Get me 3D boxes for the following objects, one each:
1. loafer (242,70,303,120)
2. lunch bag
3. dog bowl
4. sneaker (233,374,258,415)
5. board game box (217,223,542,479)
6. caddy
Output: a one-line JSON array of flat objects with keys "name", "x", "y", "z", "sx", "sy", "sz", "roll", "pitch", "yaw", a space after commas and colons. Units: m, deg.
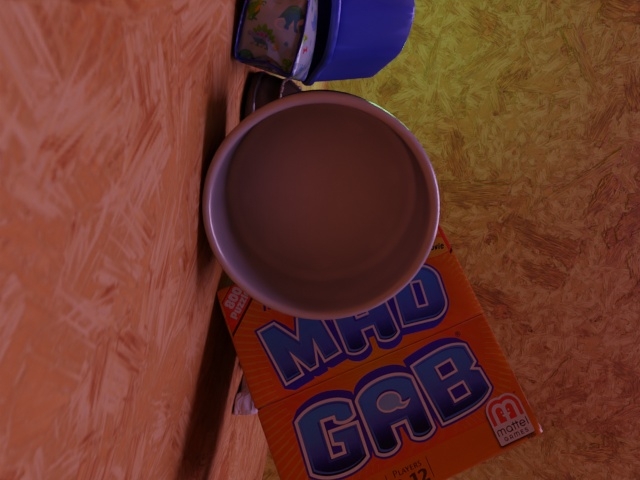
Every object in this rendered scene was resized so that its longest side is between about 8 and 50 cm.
[{"name": "loafer", "x": -0.003, "y": -0.169, "z": 0.801, "sx": 0.366, "sy": 0.130, "sz": 0.134, "roll": 25, "pitch": 72, "yaw": -65}, {"name": "lunch bag", "x": -0.045, "y": -0.286, "z": 0.589, "sx": 0.129, "sy": 0.096, "sz": 0.151, "roll": -78, "pitch": -173, "yaw": -72}, {"name": "dog bowl", "x": 0.001, "y": -0.044, "z": 0.569, "sx": 0.104, "sy": 0.264, "sz": 0.265, "roll": -87, "pitch": -174, "yaw": -70}, {"name": "sneaker", "x": -0.162, "y": 0.357, "z": 1.117, "sx": 0.152, "sy": 0.061, "sz": 0.054, "roll": -83, "pitch": 180, "yaw": -65}, {"name": "board game box", "x": 0.070, "y": 0.221, "z": 0.828, "sx": 0.356, "sy": 0.356, "sz": 0.357, "roll": 97, "pitch": -28, "yaw": -72}, {"name": "caddy", "x": 0.018, "y": -0.399, "z": 0.786, "sx": 0.341, "sy": 0.179, "sz": 0.242, "roll": -167, "pitch": -109, "yaw": -77}]
